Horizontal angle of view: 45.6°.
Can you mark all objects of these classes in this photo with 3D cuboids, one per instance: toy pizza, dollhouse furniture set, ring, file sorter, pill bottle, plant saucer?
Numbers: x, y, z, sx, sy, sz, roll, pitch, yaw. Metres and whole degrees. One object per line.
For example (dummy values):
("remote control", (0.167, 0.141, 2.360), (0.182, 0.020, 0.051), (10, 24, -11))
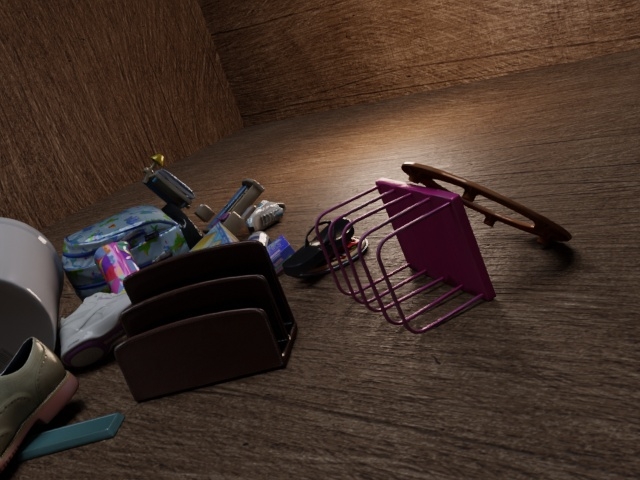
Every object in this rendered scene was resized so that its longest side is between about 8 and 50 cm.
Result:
("toy pizza", (0.014, 0.028, 1.798), (0.201, 0.032, 0.201), (-18, 18, 6))
("dollhouse furniture set", (-0.336, -0.168, 2.168), (0.198, 0.303, 0.286), (-52, 15, -12))
("ring", (0.301, -0.062, 1.417), (0.032, 0.337, 0.337), (-64, 23, 1))
("file sorter", (0.139, 0.026, 1.398), (0.182, 0.202, 0.291), (-28, 19, -15))
("pill bottle", (-0.160, 0.018, 1.958), (0.067, 0.067, 0.120), (-18, 17, 6))
("plant saucer", (-0.447, 0.348, 1.359), (0.192, 0.018, 0.067), (-16, 18, 10))

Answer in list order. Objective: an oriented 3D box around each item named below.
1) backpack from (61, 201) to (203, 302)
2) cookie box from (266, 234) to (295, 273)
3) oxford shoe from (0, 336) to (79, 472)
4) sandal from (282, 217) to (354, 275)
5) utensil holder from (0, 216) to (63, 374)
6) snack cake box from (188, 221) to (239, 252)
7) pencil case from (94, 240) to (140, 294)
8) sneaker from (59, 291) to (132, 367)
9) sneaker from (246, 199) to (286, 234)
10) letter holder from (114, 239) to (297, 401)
("backpack", (-0.511, 0.033, 2.056), (0.356, 0.273, 0.290), (-38, 27, -9))
("cookie box", (-0.108, 0.039, 1.844), (0.092, 0.040, 0.107), (-39, 18, -1))
("oxford shoe", (-0.603, 0.327, 1.341), (0.141, 0.146, 0.397), (-19, 20, 30))
("sandal", (0.000, 0.000, 1.746), (0.097, 0.054, 0.254), (-9, 20, 33))
("utensil holder", (-0.767, 0.152, 1.756), (0.328, 0.327, 0.385), (-23, 23, -9))
("snack cake box", (-0.248, 0.062, 1.802), (0.152, 0.089, 0.264), (-45, 19, -1))
("pencil case", (-0.461, 0.100, 1.827), (0.105, 0.104, 0.236), (-26, 52, -20))
("sneaker", (-0.446, 0.148, 1.669), (0.305, 0.114, 0.152), (-29, 51, 1))
("sneaker", (-0.155, -0.074, 2.236), (0.083, 0.071, 0.190), (-3, 25, 20))
("letter holder", (-0.226, 0.141, 1.413), (0.302, 0.214, 0.152), (-15, 18, 13))
